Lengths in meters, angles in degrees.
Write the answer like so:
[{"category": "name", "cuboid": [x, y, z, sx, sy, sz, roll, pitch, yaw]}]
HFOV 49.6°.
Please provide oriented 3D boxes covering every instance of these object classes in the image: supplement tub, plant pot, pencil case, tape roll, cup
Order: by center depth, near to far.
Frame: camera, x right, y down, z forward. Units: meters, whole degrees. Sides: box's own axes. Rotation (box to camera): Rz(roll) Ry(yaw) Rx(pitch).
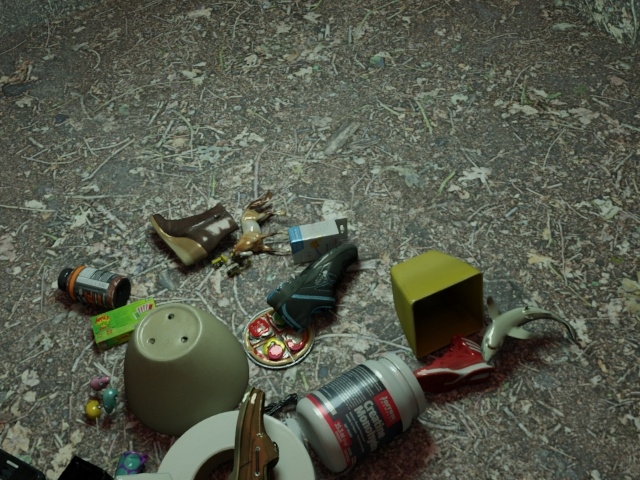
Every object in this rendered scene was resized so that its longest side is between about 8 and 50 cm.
[{"category": "tape roll", "cuboid": [-0.196, 0.587, 1.593, 0.392, 0.072, 0.392, -5, 54, 7]}, {"category": "pencil case", "cuboid": [-0.462, 0.582, 1.650, 0.070, 0.064, 0.152, -9, 48, 18]}, {"category": "supplement tub", "cuboid": [0.097, 0.409, 1.668, 0.272, 0.191, 0.191, -28, 53, -17]}, {"category": "cup", "cuboid": [-0.361, 0.294, 1.773, 0.331, 0.237, 0.331, -2, 50, 2]}, {"category": "plant pot", "cuboid": [0.298, 0.149, 1.873, 0.212, 0.212, 0.187, -22, 40, -13]}, {"category": "supplement tub", "cuboid": [-0.661, 0.134, 2.017, 0.197, 0.106, 0.106, 12, 52, 15]}]

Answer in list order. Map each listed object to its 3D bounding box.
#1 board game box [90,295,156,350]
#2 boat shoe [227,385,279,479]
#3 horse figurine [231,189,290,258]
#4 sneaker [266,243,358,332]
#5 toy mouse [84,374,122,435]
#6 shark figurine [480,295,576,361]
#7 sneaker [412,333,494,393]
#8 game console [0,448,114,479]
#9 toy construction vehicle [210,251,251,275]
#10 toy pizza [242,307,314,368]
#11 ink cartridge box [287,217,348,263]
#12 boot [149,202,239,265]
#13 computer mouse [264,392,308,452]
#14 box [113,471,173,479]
[{"category": "board game box", "cuboid": [-0.548, 0.234, 1.963, 0.181, 0.043, 0.092, -20, 51, -12]}, {"category": "boat shoe", "cuboid": [-0.140, 0.483, 1.555, 0.104, 0.111, 0.307, 2, 65, 7]}, {"category": "horse figurine", "cuboid": [-0.189, -0.040, 2.149, 0.174, 0.066, 0.263, -5, 50, -4]}, {"category": "sneaker", "cuboid": [0.000, 0.130, 1.974, 0.341, 0.125, 0.140, -36, 87, -34]}, {"category": "toy mouse", "cuboid": [-0.564, 0.393, 1.789, 0.143, 0.031, 0.161, -47, 50, 14]}, {"category": "shark figurine", "cuboid": [0.534, 0.225, 1.844, 0.278, 0.116, 0.166, -11, 64, -8]}, {"category": "sneaker", "cuboid": [0.329, 0.319, 1.810, 0.221, 0.087, 0.128, -2, 40, -13]}, {"category": "game console", "cuboid": [-0.691, 0.595, 1.673, 0.361, 0.044, 0.213, 19, 53, 19]}, {"category": "toy construction vehicle", "cuboid": [-0.268, 0.069, 2.091, 0.098, 0.035, 0.086, -31, 43, -23]}, {"category": "toy pizza", "cuboid": [-0.117, 0.260, 1.913, 0.201, 0.032, 0.201, -2, 50, 3]}, {"category": "ink cartridge box", "cuboid": [0.000, 0.000, 2.075, 0.181, 0.104, 0.062, -12, 50, -5]}, {"category": "boot", "cuboid": [-0.391, -0.047, 2.139, 0.207, 0.090, 0.248, -39, 58, -15]}, {"category": "computer mouse", "cuboid": [-0.080, 0.475, 1.724, 0.106, 0.042, 0.193, -17, 51, -11]}, {"category": "box", "cuboid": [-0.414, 0.625, 1.485, 0.232, 0.148, 0.127, -51, 54, 15]}]
